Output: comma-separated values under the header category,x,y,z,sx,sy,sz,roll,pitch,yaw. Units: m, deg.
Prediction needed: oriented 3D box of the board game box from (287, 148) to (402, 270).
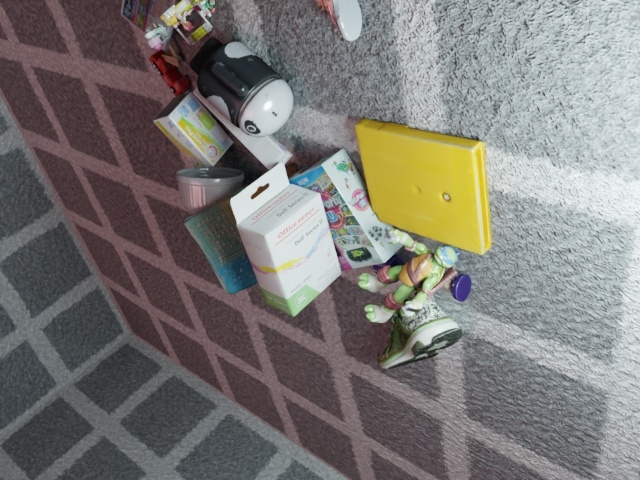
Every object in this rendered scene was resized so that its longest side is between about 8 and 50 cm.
category,x,y,z,sx,sy,sz,roll,pitch,yaw
board game box,0.054,-0.073,1.723,0.303,0.097,0.224,57,148,-11

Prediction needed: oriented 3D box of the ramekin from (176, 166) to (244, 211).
category,x,y,z,sx,sy,sz,roll,pitch,yaw
ramekin,-0.335,-0.155,1.961,0.207,0.207,0.109,16,111,42

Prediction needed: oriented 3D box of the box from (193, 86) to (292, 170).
category,x,y,z,sx,sy,sz,roll,pitch,yaw
box,-0.212,-0.316,1.732,0.324,0.063,0.067,45,106,14

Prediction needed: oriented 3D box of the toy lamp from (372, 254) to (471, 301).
category,x,y,z,sx,sy,sz,roll,pitch,yaw
toy lamp,0.256,0.090,1.671,0.275,0.080,0.080,13,134,41

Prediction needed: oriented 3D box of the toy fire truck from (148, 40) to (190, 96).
category,x,y,z,sx,sy,sz,roll,pitch,yaw
toy fire truck,-0.443,-0.530,1.884,0.192,0.047,0.135,55,147,-11

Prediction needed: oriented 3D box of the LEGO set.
category,x,y,z,sx,sy,sz,roll,pitch,yaw
LEGO set,-0.321,-0.569,1.630,0.287,0.132,0.107,-16,123,46

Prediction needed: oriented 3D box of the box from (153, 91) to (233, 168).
category,x,y,z,sx,sy,sz,roll,pitch,yaw
box,-0.380,-0.326,1.928,0.103,0.114,0.203,1,140,50

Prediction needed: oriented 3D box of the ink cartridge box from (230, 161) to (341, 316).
category,x,y,z,sx,sy,sz,roll,pitch,yaw
ink cartridge box,-0.084,-0.002,1.679,0.119,0.207,0.353,22,141,40

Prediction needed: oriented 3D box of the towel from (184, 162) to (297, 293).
category,x,y,z,sx,sy,sz,roll,pitch,yaw
towel,-0.176,-0.028,1.868,0.271,0.370,0.040,61,-168,-10

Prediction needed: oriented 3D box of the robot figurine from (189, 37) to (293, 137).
category,x,y,z,sx,sy,sz,roll,pitch,yaw
robot figurine,-0.198,-0.383,1.616,0.278,0.209,0.173,43,136,10

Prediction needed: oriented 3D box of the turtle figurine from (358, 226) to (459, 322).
category,x,y,z,sx,sy,sz,roll,pitch,yaw
turtle figurine,0.175,0.085,1.530,0.198,0.275,0.266,53,134,5

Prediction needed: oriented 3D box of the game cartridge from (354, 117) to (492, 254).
category,x,y,z,sx,sy,sz,roll,pitch,yaw
game cartridge,0.237,-0.129,1.483,0.324,0.053,0.285,22,141,40

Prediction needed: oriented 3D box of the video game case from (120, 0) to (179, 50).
category,x,y,z,sx,sy,sz,roll,pitch,yaw
video game case,-0.462,-0.655,1.748,0.183,0.023,0.201,41,133,13

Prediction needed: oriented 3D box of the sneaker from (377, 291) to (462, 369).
category,x,y,z,sx,sy,sz,roll,pitch,yaw
sneaker,0.261,0.247,1.827,0.410,0.158,0.182,127,131,-60

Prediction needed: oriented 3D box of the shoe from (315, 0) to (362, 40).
category,x,y,z,sx,sy,sz,roll,pitch,yaw
shoe,0.024,-0.498,1.327,0.081,0.063,0.178,7,125,49
